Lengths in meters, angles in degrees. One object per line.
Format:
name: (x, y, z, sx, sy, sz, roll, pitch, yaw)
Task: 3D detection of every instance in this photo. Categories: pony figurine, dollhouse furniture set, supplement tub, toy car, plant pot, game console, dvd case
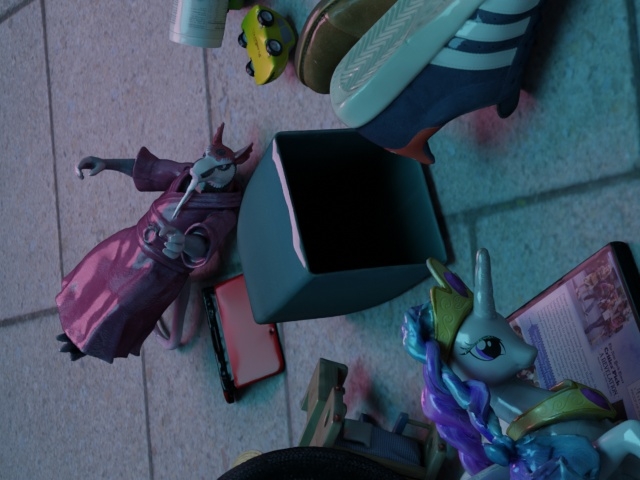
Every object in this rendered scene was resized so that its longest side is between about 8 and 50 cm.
pony figurine: (0.185, 0.221, 1.295, 0.363, 0.303, 0.351, 36, 126, 16)
dollhouse furniture set: (0.055, 0.206, 1.655, 0.184, 0.129, 0.129, -88, 17, -59)
supplement tub: (-0.149, -0.299, 1.867, 0.071, 0.071, 0.107, 31, 116, 52)
toy car: (-0.092, -0.319, 1.893, 0.225, 0.053, 0.239, 14, 102, 56)
plant pot: (0.000, 0.000, 1.671, 0.234, 0.165, 0.166, -46, 54, 57)
game console: (-0.100, 0.126, 1.954, 0.124, 0.085, 0.144, 90, 168, -71)
dvd case: (0.237, 0.136, 1.434, 0.253, 0.022, 0.180, -43, 55, 49)

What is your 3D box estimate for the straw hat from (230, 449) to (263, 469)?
straw hat: (-0.111, 0.341, 1.933, 0.144, 0.061, 0.144, 1, 91, 57)

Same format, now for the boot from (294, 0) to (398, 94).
boot: (0.074, -0.230, 1.605, 0.305, 0.112, 0.115, -44, 66, 46)

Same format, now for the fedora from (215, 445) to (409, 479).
fedora: (0.002, 0.381, 1.538, 0.152, 0.334, 0.334, 100, 157, -68)

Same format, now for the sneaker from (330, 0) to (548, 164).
sneaker: (0.173, -0.213, 1.450, 0.350, 0.148, 0.131, -42, 28, 23)

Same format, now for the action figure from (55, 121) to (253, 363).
action figure: (-0.190, 0.011, 1.966, 0.370, 0.275, 0.248, -48, 48, 20)
